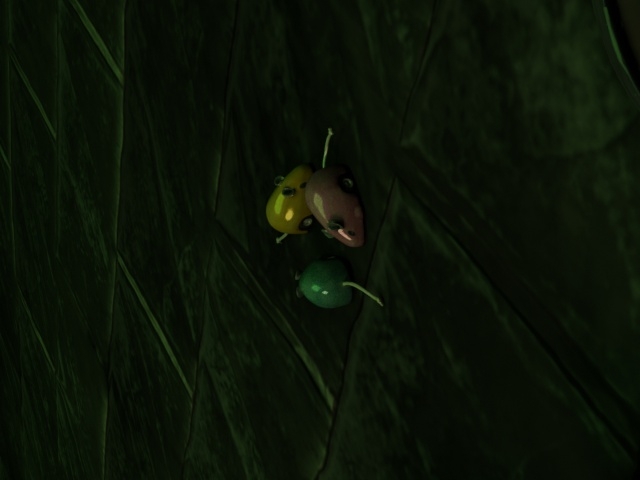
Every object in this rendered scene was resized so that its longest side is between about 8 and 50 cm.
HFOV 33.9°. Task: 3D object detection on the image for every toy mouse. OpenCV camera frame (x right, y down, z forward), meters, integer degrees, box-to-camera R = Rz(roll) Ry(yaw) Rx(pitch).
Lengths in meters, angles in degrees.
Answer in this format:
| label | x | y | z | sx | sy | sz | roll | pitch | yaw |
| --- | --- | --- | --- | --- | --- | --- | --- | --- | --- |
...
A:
| label | x | y | z | sx | sy | sz | roll | pitch | yaw |
| --- | --- | --- | --- | --- | --- | --- | --- | --- | --- |
| toy mouse | 0.000 | 0.000 | 0.777 | 0.143 | 0.031 | 0.161 | 58 | 148 | 33 |

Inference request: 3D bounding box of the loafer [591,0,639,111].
| label | x | y | z | sx | sy | sz | roll | pitch | yaw |
| --- | --- | --- | --- | --- | --- | --- | --- | --- | --- |
| loafer | 0.169 | -0.034 | 0.332 | 0.095 | 0.109 | 0.302 | 153 | 105 | -70 |
